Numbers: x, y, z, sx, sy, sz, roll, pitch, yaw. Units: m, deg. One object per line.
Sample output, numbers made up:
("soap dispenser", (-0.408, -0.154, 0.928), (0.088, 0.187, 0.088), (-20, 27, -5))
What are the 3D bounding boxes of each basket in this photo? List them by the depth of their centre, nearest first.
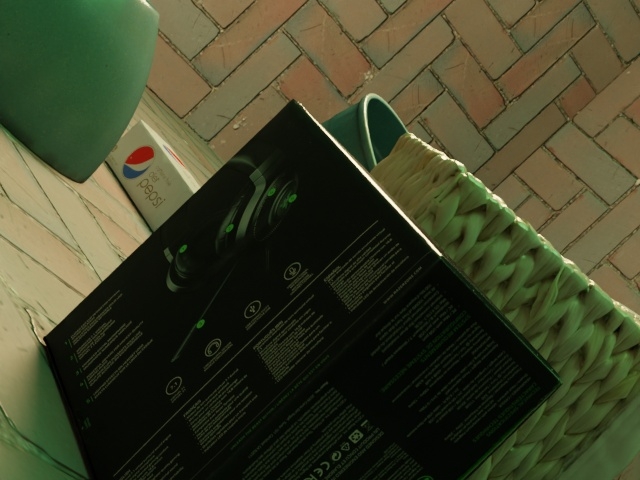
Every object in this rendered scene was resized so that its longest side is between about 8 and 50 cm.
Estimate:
("basket", (0.085, 0.118, 1.274), (0.266, 0.331, 0.328), (41, 4, -9))

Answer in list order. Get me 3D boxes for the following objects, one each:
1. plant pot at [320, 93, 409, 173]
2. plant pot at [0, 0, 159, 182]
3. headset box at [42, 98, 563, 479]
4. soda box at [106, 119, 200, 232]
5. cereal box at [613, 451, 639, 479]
("plant pot", (0.000, 0.000, 1.751), (0.272, 0.255, 0.272), (57, 19, -32))
("plant pot", (-0.296, -0.235, 1.662), (0.290, 0.195, 0.290), (47, 3, -4))
("headset box", (-0.030, 0.071, 0.947), (0.131, 0.246, 0.283), (44, 3, -32))
("soda box", (-0.201, -0.066, 1.910), (0.069, 0.074, 0.216), (44, 4, -42))
("cereal box", (0.223, 0.258, 1.154), (0.047, 0.173, 0.240), (29, 29, -5))
